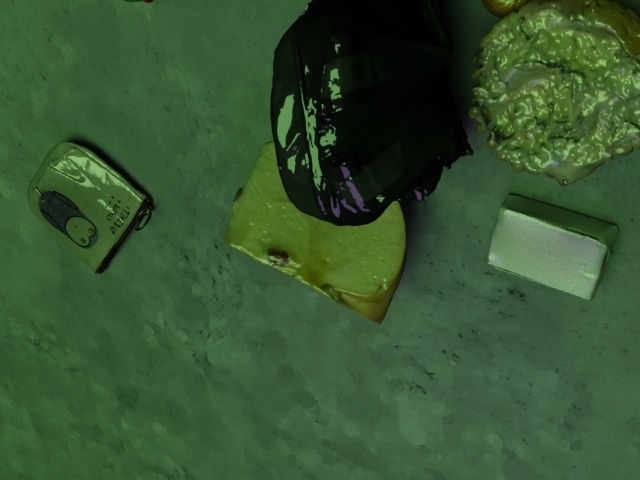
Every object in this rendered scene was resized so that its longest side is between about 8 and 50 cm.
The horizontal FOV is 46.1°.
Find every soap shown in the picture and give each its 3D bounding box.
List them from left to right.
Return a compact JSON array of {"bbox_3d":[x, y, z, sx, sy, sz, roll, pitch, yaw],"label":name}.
[{"bbox_3d":[0.372,0.010,1.217,0.183,0.064,0.122,20,126,20],"label":"soap"}]

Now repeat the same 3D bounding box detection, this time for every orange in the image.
[{"bbox_3d":[0.266,-0.355,1.060,0.083,0.070,0.083,6,115,14],"label":"orange"}]

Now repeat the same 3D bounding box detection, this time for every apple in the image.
[{"bbox_3d":[0.000,0.000,1.318,0.308,0.252,0.314,22,129,4],"label":"apple"}]

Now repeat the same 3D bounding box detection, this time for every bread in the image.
[{"bbox_3d":[0.344,-0.221,1.044,0.274,0.149,0.274,16,130,20],"label":"bread"}]

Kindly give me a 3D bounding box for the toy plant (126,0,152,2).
[{"bbox_3d":[-0.272,-0.494,1.290,0.240,0.088,0.155,-3,101,24],"label":"toy plant"}]

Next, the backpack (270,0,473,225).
[{"bbox_3d":[0.073,-0.195,1.031,0.254,0.446,0.364,-3,116,25],"label":"backpack"}]

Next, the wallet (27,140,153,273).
[{"bbox_3d":[-0.532,-0.075,1.703,0.275,0.068,0.335,45,131,-3],"label":"wallet"}]
